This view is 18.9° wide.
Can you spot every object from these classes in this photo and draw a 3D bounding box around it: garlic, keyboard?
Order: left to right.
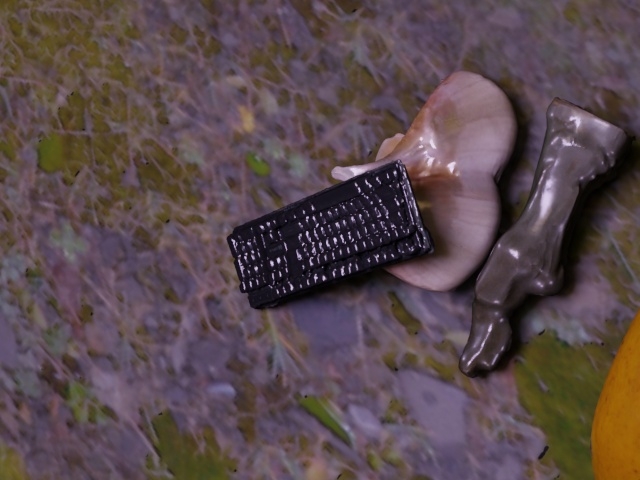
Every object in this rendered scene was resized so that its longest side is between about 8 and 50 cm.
[{"bbox_3d":[-0.001,0.000,1.447,0.231,0.023,0.072,-20,88,53],"label":"keyboard"},{"bbox_3d":[0.086,-0.049,1.458,0.124,0.099,0.174,18,82,20],"label":"garlic"}]

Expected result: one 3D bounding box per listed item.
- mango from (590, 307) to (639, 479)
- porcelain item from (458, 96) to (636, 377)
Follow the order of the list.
[{"bbox_3d":[0.290,0.080,1.283,0.290,0.191,0.160,-49,55,11],"label":"mango"},{"bbox_3d":[0.156,0.004,1.419,0.069,0.081,0.215,27,91,8],"label":"porcelain item"}]
